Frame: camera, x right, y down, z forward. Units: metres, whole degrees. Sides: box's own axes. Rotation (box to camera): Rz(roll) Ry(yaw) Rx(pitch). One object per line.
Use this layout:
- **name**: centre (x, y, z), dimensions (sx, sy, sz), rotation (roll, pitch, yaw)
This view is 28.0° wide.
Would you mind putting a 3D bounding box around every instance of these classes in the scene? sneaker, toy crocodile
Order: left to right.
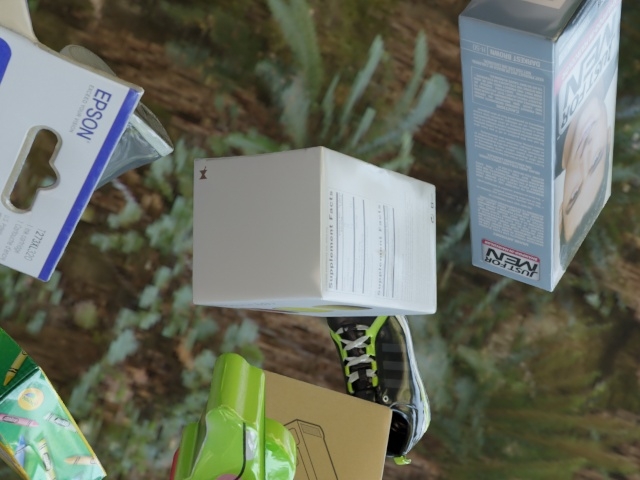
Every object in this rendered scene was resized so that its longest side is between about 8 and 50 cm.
- **sneaker**: centre (-0.262, -0.126, 1.451), dimensions (0.118, 0.222, 0.083), rotation (-34, -122, 5)
- **toy crocodile**: centre (-0.072, 0.230, 0.939), dimensions (0.115, 0.105, 0.341), rotation (-86, 179, -53)
- **sneaker**: centre (0.065, 0.151, 1.454), dimensions (0.084, 0.235, 0.097), rotation (-15, -156, 28)

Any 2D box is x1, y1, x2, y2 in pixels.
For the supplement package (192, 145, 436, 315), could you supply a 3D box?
- **supplement package**: centre (0.000, 0.000, 1.209), dimensions (0.139, 0.244, 0.134), rotation (-4, -97, 29)

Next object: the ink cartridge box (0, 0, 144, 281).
- **ink cartridge box**: centre (-0.289, -0.113, 0.686), dimensions (0.176, 0.371, 0.069), rotation (-54, -164, 43)

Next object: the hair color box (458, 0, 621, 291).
- **hair color box**: centre (0.251, -0.142, 1.448), dimensions (0.113, 0.374, 0.185), rotation (20, -127, 25)

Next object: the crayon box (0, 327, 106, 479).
- **crayon box**: centre (-0.361, 0.190, 1.481), dimensions (0.081, 0.278, 0.165), rotation (-42, -121, -19)

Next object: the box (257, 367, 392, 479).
- **box**: centre (-0.026, 0.225, 1.170), dimensions (0.021, 0.164, 0.201), rotation (130, -25, -57)
